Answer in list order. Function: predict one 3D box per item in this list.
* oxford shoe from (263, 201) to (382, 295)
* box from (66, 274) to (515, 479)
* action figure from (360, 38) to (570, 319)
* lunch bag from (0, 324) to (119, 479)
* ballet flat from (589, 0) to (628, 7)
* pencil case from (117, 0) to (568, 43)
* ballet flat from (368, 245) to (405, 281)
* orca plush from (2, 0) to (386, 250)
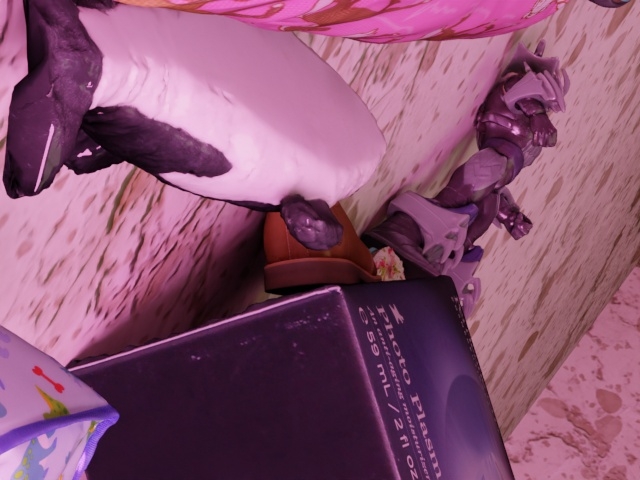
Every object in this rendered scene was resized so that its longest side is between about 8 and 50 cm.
[{"bbox_3d":[0.000,0.000,1.164,0.212,0.076,0.076,68,16,-84],"label":"oxford shoe"},{"bbox_3d":[0.016,0.182,1.062,0.183,0.296,0.294,-18,175,14],"label":"box"},{"bbox_3d":[0.142,-0.049,1.473,0.285,0.099,0.185,-54,157,-31],"label":"action figure"},{"bbox_3d":[-0.164,0.065,0.611,0.096,0.129,0.151,-60,167,6],"label":"lunch bag"},{"bbox_3d":[0.275,-0.273,1.521,0.203,0.074,0.074,-48,163,-29],"label":"ballet flat"},{"bbox_3d":[0.023,-0.166,0.702,0.160,0.167,0.386,-17,180,21],"label":"pencil case"},{"bbox_3d":[0.034,0.111,1.388,0.091,0.077,0.241,-40,157,-50],"label":"ballet flat"},{"bbox_3d":[-0.071,-0.040,0.768,0.102,0.151,0.287,-30,179,21],"label":"orca plush"}]
